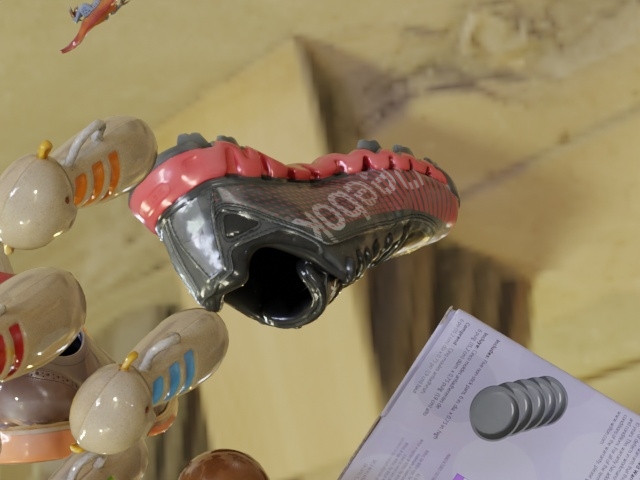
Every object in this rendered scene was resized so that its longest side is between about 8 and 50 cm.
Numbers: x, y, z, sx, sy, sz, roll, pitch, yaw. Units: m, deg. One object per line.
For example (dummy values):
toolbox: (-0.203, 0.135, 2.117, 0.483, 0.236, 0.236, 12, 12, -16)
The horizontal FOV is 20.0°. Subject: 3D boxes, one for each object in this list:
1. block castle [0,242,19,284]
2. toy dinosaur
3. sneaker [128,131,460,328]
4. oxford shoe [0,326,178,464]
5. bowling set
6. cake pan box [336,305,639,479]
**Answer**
block castle: (-0.500, 0.033, 1.819, 0.303, 0.212, 0.453, -27, 152, 3)
toy dinosaur: (-0.201, -0.218, 1.723, 0.047, 0.090, 0.082, 17, 172, -33)
sneaker: (0.000, 0.000, 1.284, 0.276, 0.135, 0.097, 0, 145, -40)
oxford shoe: (-0.243, 0.146, 1.906, 0.130, 0.132, 0.364, -4, -179, 16)
bowling set: (-0.121, 0.094, 0.934, 0.287, 0.200, 0.154, -61, 169, 26)
cake pan box: (0.117, 0.205, 1.077, 0.246, 0.267, 0.070, 28, 149, 11)
